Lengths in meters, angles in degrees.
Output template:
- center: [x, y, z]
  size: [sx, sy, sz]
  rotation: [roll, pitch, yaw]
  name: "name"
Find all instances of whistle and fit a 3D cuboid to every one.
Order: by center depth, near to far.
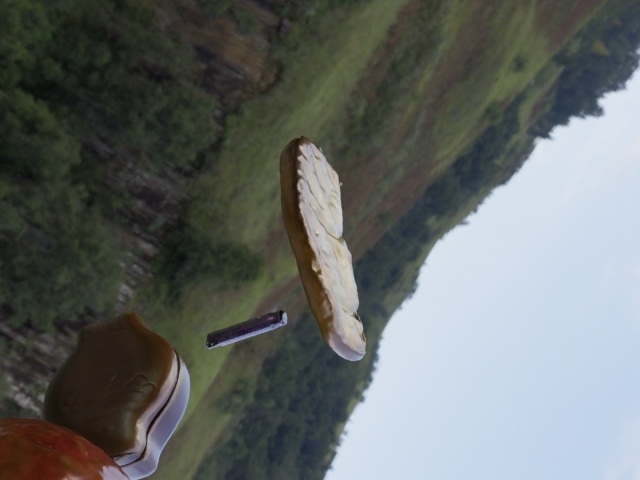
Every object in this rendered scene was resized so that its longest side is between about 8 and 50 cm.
- center: [-0.144, 0.172, 1.537]
  size: [0.176, 0.033, 0.033]
  rotation: [-19, -156, 19]
  name: "whistle"

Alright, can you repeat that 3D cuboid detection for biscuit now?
- center: [-0.002, 0.000, 1.025]
  size: [0.045, 0.154, 0.299]
  rotation: [-20, -123, 20]
  name: "biscuit"

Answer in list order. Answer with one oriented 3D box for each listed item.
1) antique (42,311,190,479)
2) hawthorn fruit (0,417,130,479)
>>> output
- center: [-0.313, 0.248, 1.250]
  size: [0.223, 0.129, 0.278]
  rotation: [-22, -136, -1]
  name: "antique"
- center: [-0.236, 0.271, 0.523]
  size: [0.299, 0.275, 0.275]
  rotation: [-31, -167, 9]
  name: "hawthorn fruit"
